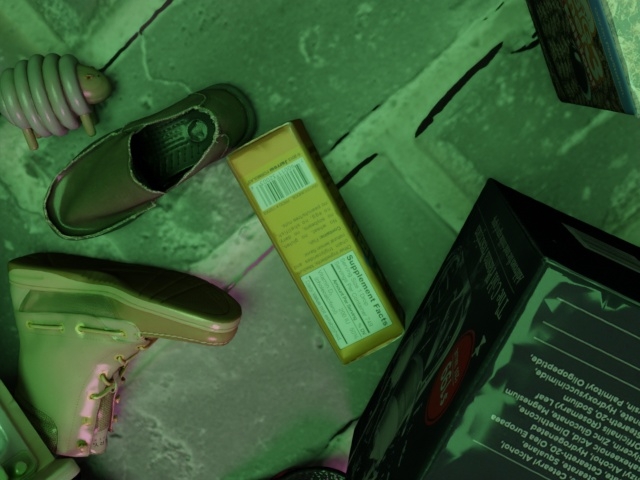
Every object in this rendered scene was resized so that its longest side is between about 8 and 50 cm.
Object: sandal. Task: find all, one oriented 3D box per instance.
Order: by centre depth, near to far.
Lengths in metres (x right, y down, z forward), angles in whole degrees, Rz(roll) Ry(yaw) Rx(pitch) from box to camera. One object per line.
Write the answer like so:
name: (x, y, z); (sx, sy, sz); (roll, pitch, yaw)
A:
sandal: (-0.028, 0.280, 0.819); (0.179, 0.040, 0.067); (-16, 94, 27)

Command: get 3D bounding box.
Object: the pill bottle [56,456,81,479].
pill bottle: (-0.263, 0.360, 0.826); (0.122, 0.123, 0.219); (-29, 97, 14)

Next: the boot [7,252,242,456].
boot: (-0.212, 0.131, 0.780); (0.261, 0.095, 0.204); (9, 102, 13)

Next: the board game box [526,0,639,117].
board game box: (0.228, -0.226, 0.534); (0.141, 0.291, 0.232); (-20, 98, 13)

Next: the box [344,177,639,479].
box: (0.154, 0.144, 0.598); (0.179, 0.343, 0.313); (25, 104, 2)

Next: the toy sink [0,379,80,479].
toy sink: (-0.374, 0.229, 0.747); (0.234, 0.153, 0.131); (-23, 100, 50)

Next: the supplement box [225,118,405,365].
supplement box: (0.000, 0.000, 0.731); (0.080, 0.078, 0.233); (-26, 97, 10)

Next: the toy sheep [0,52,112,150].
toy sheep: (-0.274, -0.142, 0.742); (0.132, 0.091, 0.091); (-16, 99, -6)

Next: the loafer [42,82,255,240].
loafer: (-0.185, -0.078, 0.738); (0.251, 0.087, 0.094); (-32, 95, 14)
